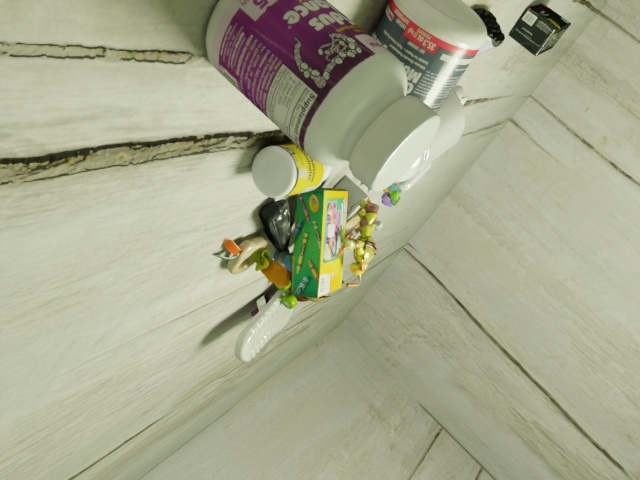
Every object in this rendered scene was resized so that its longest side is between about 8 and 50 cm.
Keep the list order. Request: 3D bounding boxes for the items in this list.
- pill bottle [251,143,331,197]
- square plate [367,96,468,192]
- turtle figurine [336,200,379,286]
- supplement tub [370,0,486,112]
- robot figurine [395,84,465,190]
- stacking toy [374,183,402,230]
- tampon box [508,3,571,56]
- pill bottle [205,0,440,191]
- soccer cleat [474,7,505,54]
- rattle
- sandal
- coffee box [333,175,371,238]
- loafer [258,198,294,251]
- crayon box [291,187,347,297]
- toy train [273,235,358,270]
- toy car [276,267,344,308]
[{"bbox_3d":[-0.052,-0.148,1.138,0.103,0.103,0.184,-53,165,27],"label":"pill bottle"},{"bbox_3d":[0.313,-0.328,1.808,0.347,0.049,0.344,-28,157,-51],"label":"square plate"},{"bbox_3d":[0.116,0.005,1.515,0.269,0.087,0.217,58,41,-61],"label":"turtle figurine"},{"bbox_3d":[0.173,-0.338,1.074,0.191,0.191,0.272,-31,159,-47],"label":"supplement tub"},{"bbox_3d":[0.218,-0.274,1.364,0.353,0.200,0.299,-37,127,-31],"label":"robot figurine"},{"bbox_3d":[0.210,-0.144,1.628,0.166,0.052,0.221,-62,180,-28],"label":"stacking toy"},{"bbox_3d":[0.722,-0.696,1.807,0.161,0.120,0.101,-33,162,-43],"label":"tampon box"},{"bbox_3d":[0.005,-0.207,0.723,0.169,0.301,0.169,-43,166,-14],"label":"pill bottle"},{"bbox_3d":[0.367,-0.507,1.397,0.116,0.108,0.318,-28,-174,45],"label":"soccer cleat"},{"bbox_3d":[-0.165,0.065,1.356,0.130,0.142,0.199,-27,171,-1],"label":"rattle"},{"bbox_3d":[-0.192,0.250,1.861,0.416,0.102,0.169,-41,145,-62],"label":"sandal"},{"bbox_3d":[0.081,-0.089,1.699,0.141,0.098,0.246,-46,166,0],"label":"coffee box"},{"bbox_3d":[-0.098,-0.034,1.379,0.078,0.076,0.223,-35,160,-12],"label":"loafer"},{"bbox_3d":[0.000,0.000,1.451,0.165,0.081,0.278,-10,105,-67],"label":"crayon box"},{"bbox_3d":[-0.013,0.030,1.653,0.248,0.144,0.105,-25,113,-45],"label":"toy train"},{"bbox_3d":[-0.024,0.145,1.803,0.155,0.189,0.148,-42,127,-38],"label":"toy car"}]
